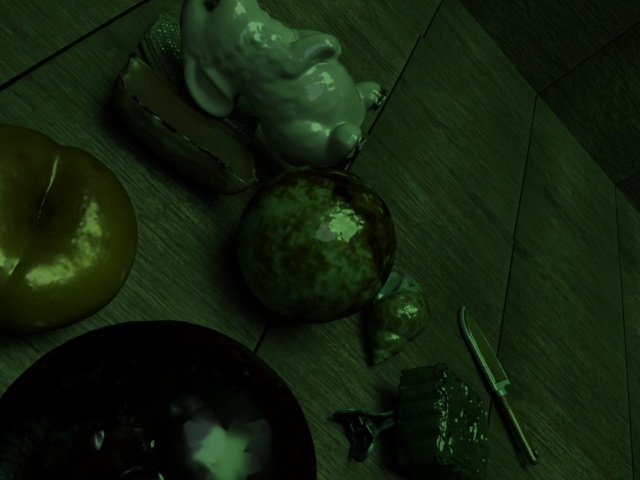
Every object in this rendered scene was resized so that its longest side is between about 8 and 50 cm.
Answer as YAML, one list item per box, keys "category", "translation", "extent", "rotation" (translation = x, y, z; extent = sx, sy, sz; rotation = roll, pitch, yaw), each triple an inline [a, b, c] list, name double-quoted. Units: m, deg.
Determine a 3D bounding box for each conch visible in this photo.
- category: "conch"
  translation: [0.134, 0.128, 1.270]
  extent: [0.116, 0.106, 0.173]
  rotation: [8, 34, -20]

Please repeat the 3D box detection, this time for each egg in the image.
- category: "egg"
  translation: [0.000, 0.000, 1.099]
  extent: [0.238, 0.238, 0.289]
  rotation: [53, 26, -2]

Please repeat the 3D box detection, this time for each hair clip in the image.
- category: "hair clip"
  translation: [0.116, 0.277, 1.182]
  extent: [0.275, 0.048, 0.083]
  rotation: [-11, 68, -57]

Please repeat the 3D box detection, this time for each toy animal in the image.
- category: "toy animal"
  translation: [-0.081, -0.259, 1.164]
  extent: [0.357, 0.258, 0.194]
  rotation: [34, 42, -13]

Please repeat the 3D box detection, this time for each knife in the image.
- category: "knife"
  translation: [0.357, 0.286, 1.455]
  extent: [0.061, 0.027, 0.343]
  rotation: [-3, 61, -45]

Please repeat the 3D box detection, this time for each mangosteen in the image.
- category: "mangosteen"
  translation: [-0.158, 0.229, 0.688]
  extent: [0.330, 0.330, 0.330]
  rotation: [29, 42, -31]

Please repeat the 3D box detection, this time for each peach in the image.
- category: "peach"
  translation: [-0.329, -0.013, 0.810]
  extent: [0.251, 0.153, 0.251]
  rotation: [29, 37, -25]

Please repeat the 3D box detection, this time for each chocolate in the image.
- category: "chocolate"
  translation: [-0.219, -0.160, 1.112]
  extent: [0.261, 0.083, 0.161]
  rotation: [39, 21, -22]

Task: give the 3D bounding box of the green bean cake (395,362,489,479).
- category: "green bean cake"
  translation: [0.205, 0.307, 1.168]
  extent: [0.181, 0.094, 0.173]
  rotation: [45, 40, -37]

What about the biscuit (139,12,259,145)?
- category: "biscuit"
  translation: [-0.204, -0.279, 1.256]
  extent: [0.250, 0.046, 0.147]
  rotation: [38, 39, -22]
